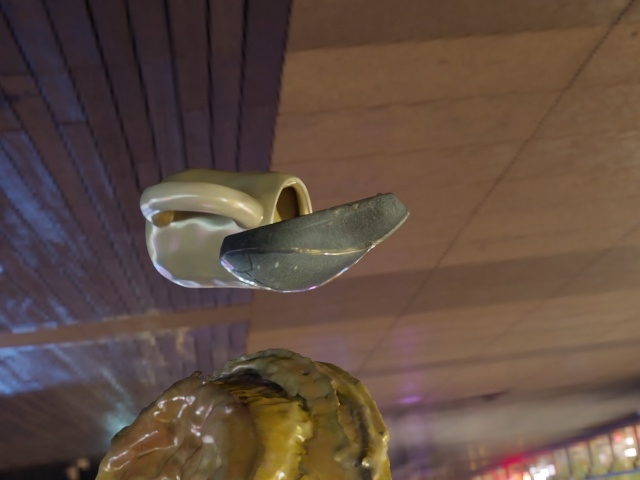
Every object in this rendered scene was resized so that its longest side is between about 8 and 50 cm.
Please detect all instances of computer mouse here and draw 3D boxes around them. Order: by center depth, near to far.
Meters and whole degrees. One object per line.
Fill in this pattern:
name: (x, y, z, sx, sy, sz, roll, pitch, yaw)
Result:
computer mouse: (0.000, 0.006, 1.063, 0.113, 0.068, 0.229, -12, -177, 43)

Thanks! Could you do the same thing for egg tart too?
egg tart: (-0.101, 0.238, 1.027, 0.351, 0.352, 0.150, -17, 136, 32)

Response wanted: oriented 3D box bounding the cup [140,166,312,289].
cup: (-0.146, -0.010, 1.600, 0.202, 0.173, 0.255, 2, -170, 20)
